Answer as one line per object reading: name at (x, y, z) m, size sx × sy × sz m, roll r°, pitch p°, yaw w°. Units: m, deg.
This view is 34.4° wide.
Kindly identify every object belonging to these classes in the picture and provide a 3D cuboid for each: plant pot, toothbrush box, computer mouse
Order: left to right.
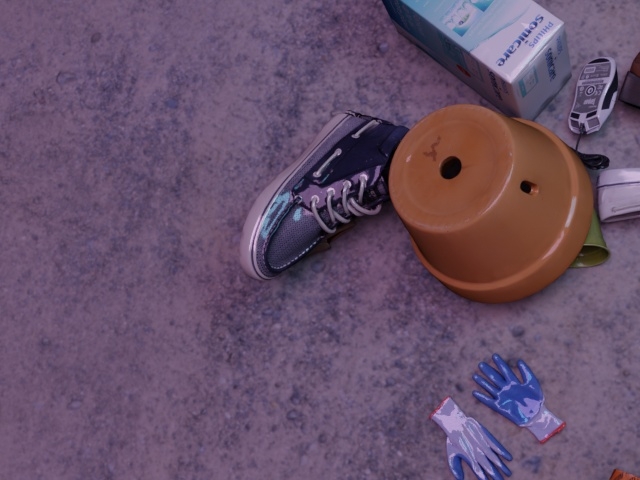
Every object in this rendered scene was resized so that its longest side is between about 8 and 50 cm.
toothbrush box at (0.243, -0.337, 1.638) m, size 0.295 × 0.216 × 0.126 m, roll 41°, pitch 91°, yaw 20°
plant pot at (0.234, -0.071, 1.541) m, size 0.290 × 0.203 × 0.291 m, roll -13°, pitch 66°, yaw 29°
plant pot at (0.400, -0.011, 1.590) m, size 0.083 × 0.083 × 0.079 m, roll -5°, pitch 64°, yaw 15°
computer mouse at (0.431, -0.199, 1.631) m, size 0.106 × 0.042 × 0.193 m, roll 5°, pitch 72°, yaw 53°

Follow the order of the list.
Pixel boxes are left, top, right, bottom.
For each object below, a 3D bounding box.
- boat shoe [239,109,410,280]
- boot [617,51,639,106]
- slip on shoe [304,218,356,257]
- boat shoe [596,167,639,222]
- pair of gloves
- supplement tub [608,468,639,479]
boat shoe at (0.020, -0.068, 1.628) m, size 0.158 × 0.127 × 0.340 m, roll 14°, pitch 62°, yaw 42°
boot at (0.597, -0.301, 1.522) m, size 0.264 × 0.096 × 0.280 m, roll 39°, pitch 110°, yaw 57°
slip on shoe at (0.000, 0.000, 1.718) m, size 0.135 × 0.051 × 0.041 m, roll -41°, pitch 78°, yaw -3°
boat shoe at (0.550, -0.063, 1.546) m, size 0.267 × 0.096 × 0.088 m, roll 0°, pitch 81°, yaw 18°
pair of gloves at (0.263, 0.279, 1.583) m, size 0.198 × 0.023 × 0.159 m, roll -43°, pitch 69°, yaw 2°
supplement tub at (0.414, 0.485, 1.397) m, size 0.193 × 0.193 × 0.316 m, roll 20°, pitch 84°, yaw 20°
